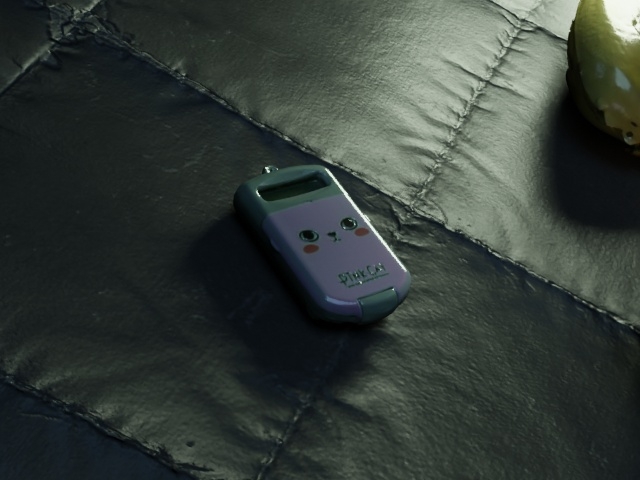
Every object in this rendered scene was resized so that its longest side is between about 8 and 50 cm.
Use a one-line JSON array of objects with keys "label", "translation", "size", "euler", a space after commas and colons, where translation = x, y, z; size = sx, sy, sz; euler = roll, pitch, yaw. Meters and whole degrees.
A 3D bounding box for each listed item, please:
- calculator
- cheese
[{"label": "calculator", "translation": [0.000, 0.000, 1.524], "size": [0.141, 0.045, 0.246], "euler": [-15, 55, -34]}, {"label": "cheese", "translation": [0.461, -0.239, 1.892], "size": [0.259, 0.128, 0.316], "euler": [31, 46, 4]}]
